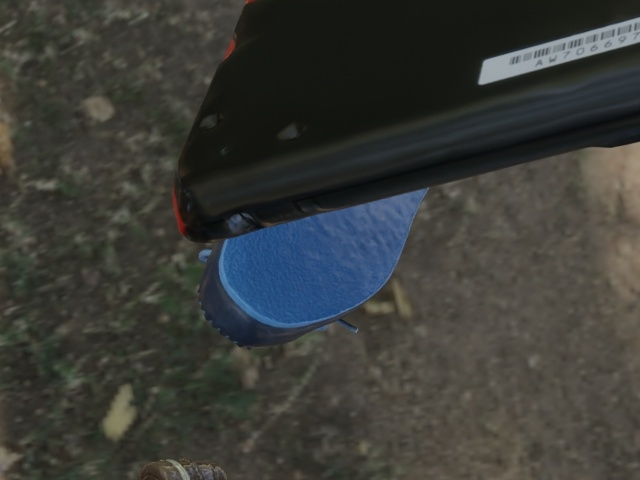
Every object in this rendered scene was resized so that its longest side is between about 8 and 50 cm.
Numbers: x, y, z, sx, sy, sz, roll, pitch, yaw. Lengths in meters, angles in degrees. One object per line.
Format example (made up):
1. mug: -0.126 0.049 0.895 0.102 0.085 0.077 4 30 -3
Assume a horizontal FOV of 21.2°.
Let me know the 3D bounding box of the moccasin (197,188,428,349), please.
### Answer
1. moccasin: 0.000 0.000 1.334 0.138 0.117 0.342 51 36 -1

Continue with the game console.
1. game console: 0.142 -0.142 0.731 0.060 0.386 0.342 60 29 -32

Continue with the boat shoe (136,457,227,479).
1. boat shoe: -0.147 0.336 1.725 0.095 0.095 0.257 -5 123 -40
